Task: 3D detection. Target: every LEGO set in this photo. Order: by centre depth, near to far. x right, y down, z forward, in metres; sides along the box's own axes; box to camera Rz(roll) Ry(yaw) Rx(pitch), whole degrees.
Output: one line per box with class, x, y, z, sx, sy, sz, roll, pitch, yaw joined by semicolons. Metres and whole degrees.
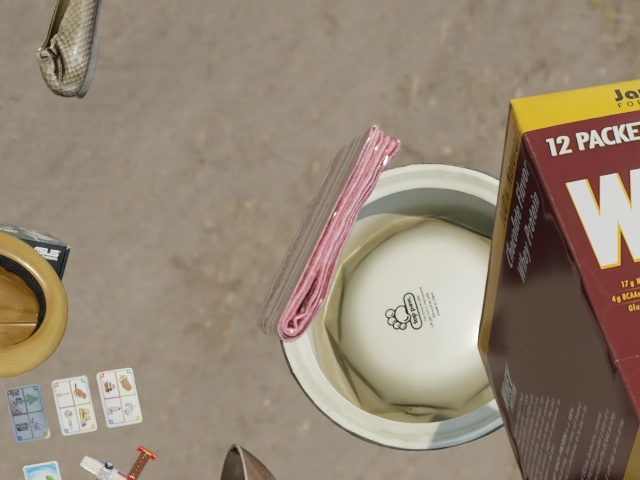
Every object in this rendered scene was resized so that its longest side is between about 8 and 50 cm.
LEGO set;-0.311;0.299;2.149;0.060;0.182;0.244;-53;132;-79

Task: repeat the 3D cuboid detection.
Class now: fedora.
fedora;-0.376;0.077;1.730;0.194;0.194;0.079;-49;-178;-38

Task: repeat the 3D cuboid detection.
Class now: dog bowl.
dog bowl;0.153;0.104;2.213;0.150;0.407;0.408;56;52;-69

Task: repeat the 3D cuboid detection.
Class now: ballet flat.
ballet flat;-0.249;-0.262;1.608;0.058;0.084;0.250;14;71;-23

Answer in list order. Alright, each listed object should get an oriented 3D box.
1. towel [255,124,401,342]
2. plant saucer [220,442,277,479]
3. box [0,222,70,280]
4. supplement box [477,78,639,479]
towel;0.000;0.000;1.738;0.237;0.037;0.329;-64;-175;-4
plant saucer;-0.070;0.357;1.565;0.310;0.050;0.311;-176;-90;-79
box;-0.404;0.052;1.856;0.180;0.077;0.147;13;97;-35
supplement box;0.165;0.058;0.727;0.191;0.129;0.194;90;-13;-51
